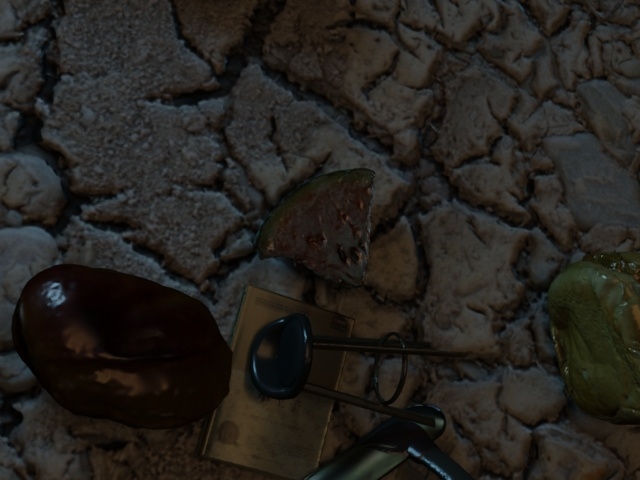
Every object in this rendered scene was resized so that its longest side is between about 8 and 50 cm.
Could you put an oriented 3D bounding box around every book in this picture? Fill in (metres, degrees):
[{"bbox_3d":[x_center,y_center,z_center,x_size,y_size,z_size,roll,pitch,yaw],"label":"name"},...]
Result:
[{"bbox_3d":[-0.047,0.162,1.090,0.139,0.016,0.198,20,74,-16],"label":"book"}]

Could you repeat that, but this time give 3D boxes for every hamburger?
[{"bbox_3d":[0.352,0.113,1.149,0.108,0.214,0.213,-12,84,-20],"label":"hamburger"}]

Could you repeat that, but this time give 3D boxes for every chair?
[{"bbox_3d":[0.041,0.132,1.063,0.222,0.095,0.104,8,56,-16],"label":"chair"}]

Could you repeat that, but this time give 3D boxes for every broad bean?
[{"bbox_3d":[-0.200,0.108,0.990,0.229,0.122,0.156,23,47,-21],"label":"broad bean"}]

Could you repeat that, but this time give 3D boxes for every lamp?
[{"bbox_3d":[0.115,0.341,1.059,0.203,0.124,0.283,-24,88,-19],"label":"lamp"}]

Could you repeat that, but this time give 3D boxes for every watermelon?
[{"bbox_3d":[0.000,0.000,1.115,0.187,0.071,0.139,-30,98,-30],"label":"watermelon"}]
